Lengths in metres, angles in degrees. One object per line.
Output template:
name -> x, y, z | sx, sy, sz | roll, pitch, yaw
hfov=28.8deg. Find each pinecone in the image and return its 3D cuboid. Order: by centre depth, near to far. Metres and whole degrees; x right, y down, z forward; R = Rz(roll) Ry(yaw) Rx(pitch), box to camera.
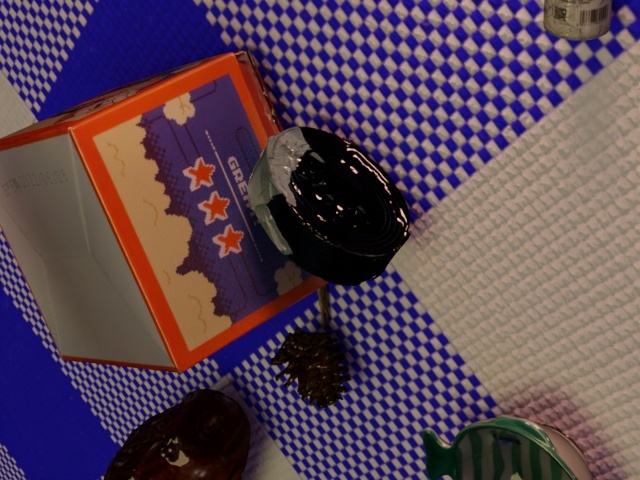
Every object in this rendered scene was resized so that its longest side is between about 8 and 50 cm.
pinecone -> -0.008, 0.167, 1.642 | 0.109, 0.102, 0.102 | 43, 142, 15

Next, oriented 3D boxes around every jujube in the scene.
jujube -> -0.218, 0.356, 1.949 | 0.216, 0.216, 0.342 | 46, 138, 13

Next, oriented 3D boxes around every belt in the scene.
belt -> 0.004, -0.041, 1.416 | 0.198, 0.151, 0.078 | 48, 139, 13

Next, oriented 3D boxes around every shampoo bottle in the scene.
shampoo bottle -> 0.221, -0.275, 1.062 | 0.065, 0.065, 0.204 | 25, 134, 36

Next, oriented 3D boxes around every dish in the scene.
dish -> 0.240, 0.273, 1.455 | 0.246, 0.078, 0.224 | 20, 131, 38

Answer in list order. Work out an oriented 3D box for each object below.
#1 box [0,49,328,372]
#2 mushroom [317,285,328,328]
box -> -0.219, -0.033, 1.579 | 0.349, 0.257, 0.318 | -5, 110, 56
mushroom -> 0.003, 0.003, 1.569 | 0.028, 0.026, 0.286 | 42, 147, 45
